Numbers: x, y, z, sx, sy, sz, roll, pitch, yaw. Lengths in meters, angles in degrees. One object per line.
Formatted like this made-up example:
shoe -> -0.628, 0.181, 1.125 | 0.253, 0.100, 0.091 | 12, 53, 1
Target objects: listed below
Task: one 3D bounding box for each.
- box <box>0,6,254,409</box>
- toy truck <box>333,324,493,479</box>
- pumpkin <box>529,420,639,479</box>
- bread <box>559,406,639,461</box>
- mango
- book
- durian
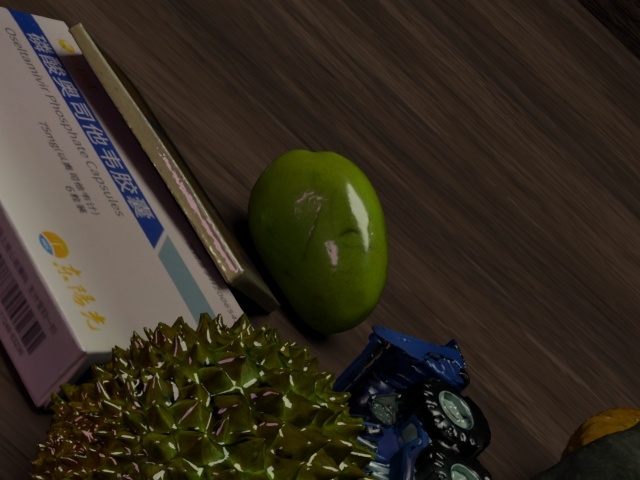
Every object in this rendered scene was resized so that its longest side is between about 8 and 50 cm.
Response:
box -> -0.197, -0.036, 1.123 | 0.200, 0.065, 0.343 | 5, 46, -56
toy truck -> 0.051, 0.155, 1.164 | 0.126, 0.113, 0.208 | 33, 26, -20
pumpkin -> 0.258, 0.270, 1.077 | 0.257, 0.327, 0.291 | 48, -15, 39
bread -> 0.297, 0.259, 1.350 | 0.240, 0.139, 0.240 | 36, 26, -21
mango -> 0.005, -0.004, 1.327 | 0.163, 0.117, 0.089 | 57, 14, 20
book -> -0.114, -0.054, 1.235 | 0.242, 0.018, 0.170 | 56, 1, 13
durian -> -0.062, 0.144, 0.924 | 0.176, 0.200, 0.237 | 5, 4, 19
